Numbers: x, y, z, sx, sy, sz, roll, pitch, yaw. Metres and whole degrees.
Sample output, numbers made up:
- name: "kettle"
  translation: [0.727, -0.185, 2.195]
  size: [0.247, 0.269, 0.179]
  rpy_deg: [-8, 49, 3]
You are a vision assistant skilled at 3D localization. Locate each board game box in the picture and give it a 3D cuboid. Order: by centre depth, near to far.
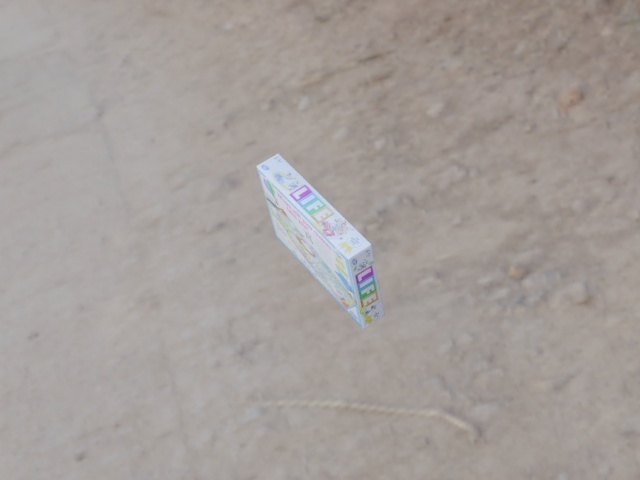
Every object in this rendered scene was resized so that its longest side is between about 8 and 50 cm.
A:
- name: "board game box"
  translation: [0.000, 0.000, 1.140]
  size: [0.026, 0.103, 0.154]
  rpy_deg: [-32, 51, -15]
